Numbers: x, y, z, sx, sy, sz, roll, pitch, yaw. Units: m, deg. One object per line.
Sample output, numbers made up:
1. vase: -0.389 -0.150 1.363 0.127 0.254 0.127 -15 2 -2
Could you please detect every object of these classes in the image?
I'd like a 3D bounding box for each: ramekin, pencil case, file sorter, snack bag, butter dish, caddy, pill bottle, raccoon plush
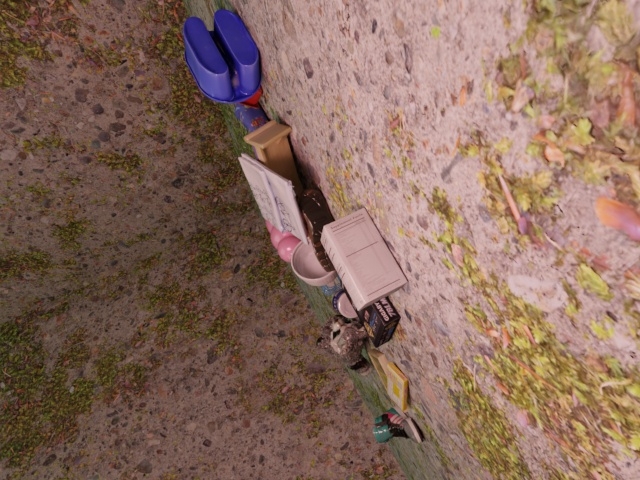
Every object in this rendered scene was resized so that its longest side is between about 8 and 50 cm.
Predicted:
1. ramekin: -0.010 0.092 1.696 0.207 0.207 0.109 57 176 32
2. pencil case: -0.268 -0.479 1.796 0.306 0.119 0.133 61 166 20
3. file sorter: 0.050 0.166 1.816 0.118 0.104 0.170 60 168 17
4. snack bag: -0.178 -0.150 1.576 0.342 0.037 0.323 35 152 40
5. butter dish: -0.296 -0.629 1.631 0.160 0.118 0.159 -8 -111 -57
6. caddy: -0.361 -0.667 1.500 0.341 0.241 0.179 62 164 14
7. pill bottle: 0.109 0.265 1.746 0.112 0.112 0.187 65 169 -2
8. raccoon plush: 0.191 0.521 1.976 0.446 0.216 0.299 37 165 -24

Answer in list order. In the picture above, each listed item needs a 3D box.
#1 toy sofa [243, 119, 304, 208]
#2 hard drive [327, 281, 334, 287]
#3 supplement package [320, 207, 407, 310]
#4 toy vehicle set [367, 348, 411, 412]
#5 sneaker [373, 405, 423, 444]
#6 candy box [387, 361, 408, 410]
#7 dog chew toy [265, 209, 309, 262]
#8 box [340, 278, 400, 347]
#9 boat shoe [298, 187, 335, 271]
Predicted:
1. toy sofa: -0.181 -0.286 1.635 0.177 0.150 0.362 29 148 38
2. hard drive: -0.024 0.090 2.159 0.307 0.040 0.203 53 165 42
3. supplement package: 0.117 0.055 1.167 0.244 0.139 0.134 62 168 15
4. toy vehicle set: 0.307 0.626 1.839 0.266 0.035 0.166 64 169 0
5. sneaker: 0.339 0.877 1.880 0.123 0.178 0.295 65 169 -2
6. candy box: 0.315 0.602 1.675 0.105 0.027 0.205 44 149 47
7. dog chew toy: -0.142 -0.036 1.861 0.206 0.207 0.331 76 -179 -47
8. box: 0.166 0.215 1.483 0.293 0.073 0.295 58 167 25
9. boat shoe: 0.006 -0.042 1.562 0.120 0.123 0.324 -169 62 -83
